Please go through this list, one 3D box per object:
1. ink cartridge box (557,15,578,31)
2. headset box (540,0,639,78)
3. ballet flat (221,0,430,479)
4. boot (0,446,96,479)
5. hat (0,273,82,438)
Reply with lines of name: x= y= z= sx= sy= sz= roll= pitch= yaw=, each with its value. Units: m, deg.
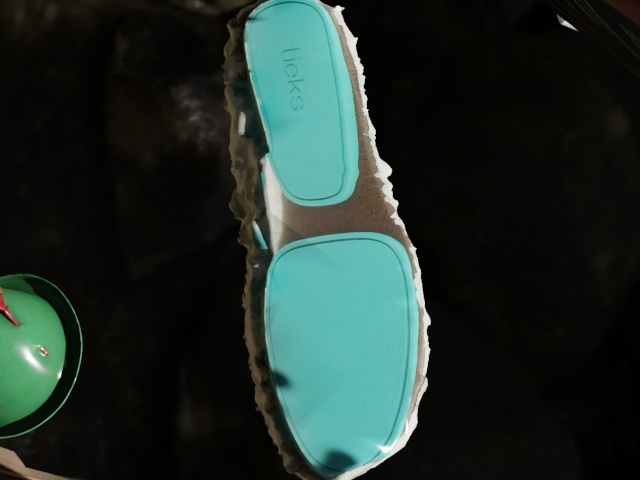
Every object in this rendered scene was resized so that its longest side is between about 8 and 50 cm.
ink cartridge box: x=0.214 y=-0.270 z=1.227 sx=0.181 sy=0.056 sz=0.224 roll=69 pitch=17 yaw=3
headset box: x=0.143 y=-0.112 z=0.518 sx=0.218 sy=0.110 sz=0.293 roll=27 pitch=17 yaw=-50
ballet flat: x=0.000 y=0.000 z=1.137 sx=0.147 sy=0.147 sz=0.409 roll=17 pitch=61 yaw=-48
boot: x=-0.251 y=0.277 z=1.368 sx=0.305 sy=0.112 sz=0.115 roll=19 pitch=76 yaw=-2
hat: x=-0.361 y=0.079 z=1.431 sx=0.208 sy=0.173 sz=0.183 roll=56 pitch=3 yaw=28
